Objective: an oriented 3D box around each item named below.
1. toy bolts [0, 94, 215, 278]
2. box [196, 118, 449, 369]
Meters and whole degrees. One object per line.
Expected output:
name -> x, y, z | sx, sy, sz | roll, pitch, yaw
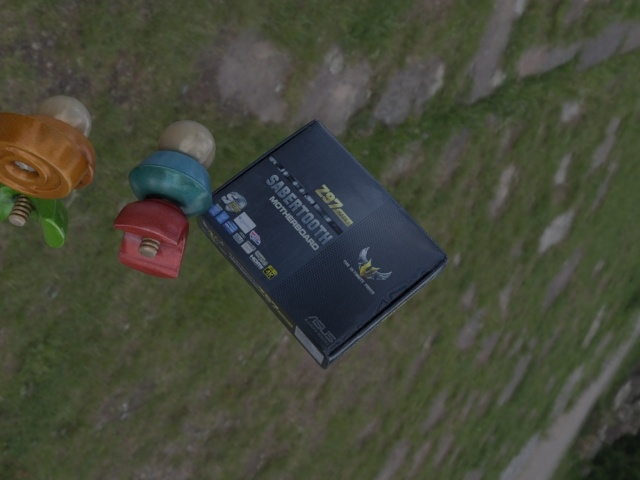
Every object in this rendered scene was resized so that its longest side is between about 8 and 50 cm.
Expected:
toy bolts -> -0.212, -0.087, 0.875 | 0.218, 0.229, 0.158 | 119, -11, -61
box -> 0.000, 0.000, 1.006 | 0.183, 0.232, 0.059 | -37, 166, -18
